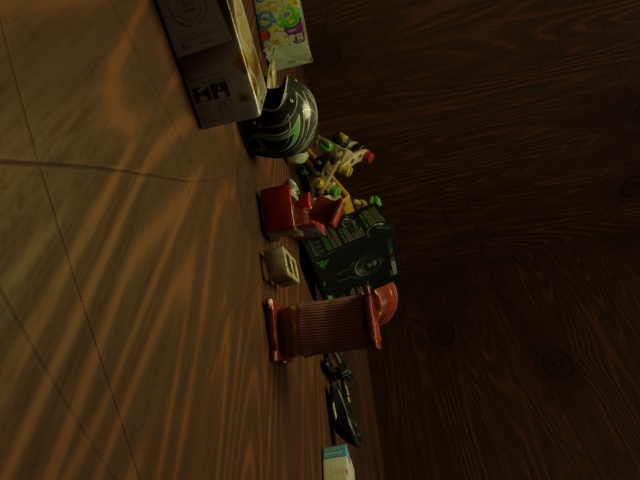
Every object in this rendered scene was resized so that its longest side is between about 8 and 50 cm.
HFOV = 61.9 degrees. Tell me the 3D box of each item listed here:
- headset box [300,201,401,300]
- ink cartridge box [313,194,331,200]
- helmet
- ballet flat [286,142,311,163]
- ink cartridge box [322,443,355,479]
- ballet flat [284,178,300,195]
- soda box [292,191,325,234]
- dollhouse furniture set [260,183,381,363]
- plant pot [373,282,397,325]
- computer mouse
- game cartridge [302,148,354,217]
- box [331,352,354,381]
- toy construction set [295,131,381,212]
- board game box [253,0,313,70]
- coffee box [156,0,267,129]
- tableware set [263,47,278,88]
[{"bbox_3d":[0.087,0.054,1.659,0.131,0.283,0.246,-118,-172,-45],"label":"headset box"},{"bbox_3d":[-0.005,-0.069,1.754,0.198,0.115,0.067,67,12,-66],"label":"ink cartridge box"},{"bbox_3d":[-0.085,-0.264,1.154,0.169,0.162,0.169,-12,90,-84],"label":"helmet"},{"bbox_3d":[-0.073,-0.297,1.699,0.280,0.095,0.096,-82,171,-73],"label":"ballet flat"},{"bbox_3d":[0.045,0.579,1.224,0.181,0.062,0.104,-92,169,-59],"label":"ink cartridge box"},{"bbox_3d":[-0.079,-0.127,1.555,0.114,0.041,0.041,71,10,-46],"label":"ballet flat"},{"bbox_3d":[-0.047,-0.060,1.449,0.263,0.092,0.083,40,40,-81],"label":"soda box"},{"bbox_3d":[-0.010,0.049,1.066,0.152,0.202,0.373,59,21,-73],"label":"dollhouse furniture set"},{"bbox_3d":[0.170,0.250,2.203,0.265,0.273,0.272,0,79,-76],"label":"plant pot"},{"bbox_3d":[0.056,0.482,1.556,0.184,0.060,0.262,57,10,-63],"label":"computer mouse"},{"bbox_3d":[0.034,-0.200,2.055,0.285,0.053,0.323,51,-1,19],"label":"game cartridge"},{"bbox_3d":[0.054,0.359,1.675,0.162,0.029,0.116,63,-1,24],"label":"box"},{"bbox_3d":[0.059,-0.205,1.740,0.308,0.258,0.237,60,15,18],"label":"toy construction set"},{"bbox_3d":[-0.127,-0.719,1.731,0.142,0.145,0.275,49,30,-77],"label":"board game box"},{"bbox_3d":[-0.164,-0.316,0.812,0.141,0.098,0.246,-92,169,-58],"label":"coffee box"},{"bbox_3d":[-0.151,-0.447,1.499,0.194,0.039,0.128,-86,176,-48],"label":"tableware set"}]
